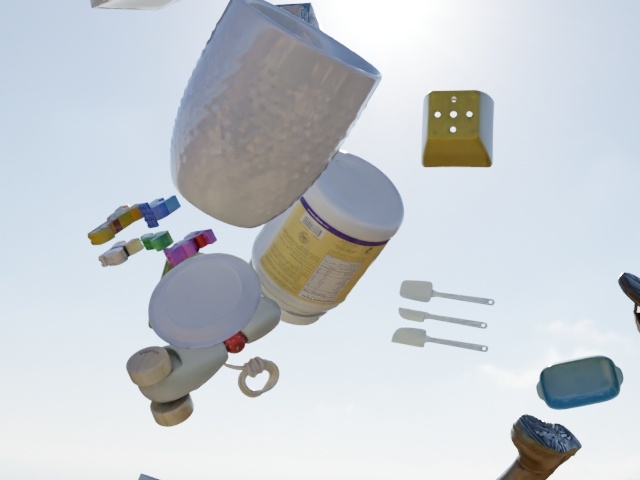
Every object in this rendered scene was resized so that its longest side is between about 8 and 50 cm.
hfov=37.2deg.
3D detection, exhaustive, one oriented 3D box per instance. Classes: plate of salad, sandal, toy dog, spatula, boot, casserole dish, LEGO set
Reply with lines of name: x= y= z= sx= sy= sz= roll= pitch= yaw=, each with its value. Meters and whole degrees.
plate of salad: x=-0.196 y=0.105 z=1.624 sx=0.200 sy=0.199 sz=0.048 roll=0 pitch=-40 yaw=15
sandal: x=0.523 y=0.132 z=1.465 sx=0.060 sy=0.090 sz=0.219 roll=-42 pitch=-60 yaw=18
toy dog: x=-0.246 y=0.216 z=1.866 sx=0.334 sy=0.220 sz=0.161 roll=-14 pitch=27 yaw=-38
spatula: x=0.308 y=0.191 z=2.378 sx=0.242 sy=0.168 sz=0.019 roll=7 pitch=-17 yaw=17
boot: x=0.338 y=0.446 z=1.720 sx=0.236 sy=0.269 sz=0.089 roll=24 pitch=20 yaw=-49
casserole dish: x=0.570 y=0.309 z=2.102 sx=0.188 sy=0.114 sz=0.037 roll=-14 pitch=15 yaw=12
LEGO set: x=-0.267 y=-0.005 z=1.355 sx=0.227 sy=0.087 sz=0.093 roll=-7 pitch=25 yaw=44

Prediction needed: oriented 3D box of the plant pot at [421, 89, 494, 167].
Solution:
plant pot: x=0.390 y=-0.337 z=2.755 sx=0.212 sy=0.212 sz=0.187 roll=1 pitch=-11 yaw=13

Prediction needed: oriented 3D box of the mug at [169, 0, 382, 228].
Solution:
mug: x=-0.095 y=-0.212 z=1.618 sx=0.276 sy=0.328 sz=0.374 roll=29 pitch=16 yaw=-6

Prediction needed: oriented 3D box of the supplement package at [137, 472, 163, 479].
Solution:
supplement package: x=-0.181 y=0.466 z=1.470 sx=0.244 sy=0.139 sz=0.134 roll=18 pitch=-20 yaw=4

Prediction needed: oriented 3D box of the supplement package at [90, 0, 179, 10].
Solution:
supplement package: x=-0.397 y=-0.618 z=2.054 sx=0.149 sy=0.203 sz=0.194 roll=-10 pitch=2 yaw=42

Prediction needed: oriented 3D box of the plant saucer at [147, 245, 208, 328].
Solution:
plant saucer: x=-0.277 y=0.115 z=2.014 sx=0.188 sy=0.188 sz=0.045 roll=13 pitch=-5 yaw=25

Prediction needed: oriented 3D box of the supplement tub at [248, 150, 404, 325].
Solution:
supplement tub: x=0.000 y=0.000 z=2.006 sx=0.241 sy=0.241 sz=0.331 roll=12 pitch=-47 yaw=-28

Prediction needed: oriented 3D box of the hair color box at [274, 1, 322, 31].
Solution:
hair color box: x=-0.037 y=-0.390 z=2.251 sx=0.105 sy=0.173 sz=0.347 roll=-1 pitch=-21 yaw=14
